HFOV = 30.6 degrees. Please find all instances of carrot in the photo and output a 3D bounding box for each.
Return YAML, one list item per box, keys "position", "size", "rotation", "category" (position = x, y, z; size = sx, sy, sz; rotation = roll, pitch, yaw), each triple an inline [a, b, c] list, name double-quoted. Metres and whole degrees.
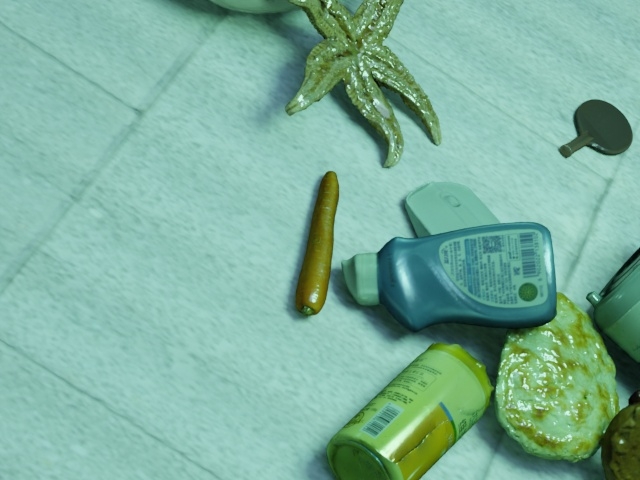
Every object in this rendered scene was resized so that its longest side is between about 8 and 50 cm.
- position: [0.000, 0.000, 1.637]
  size: [0.043, 0.043, 0.248]
  rotation: [18, 55, -13]
  category: "carrot"

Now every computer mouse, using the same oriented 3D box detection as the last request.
- position: [0.216, 0.002, 1.709]
  size: [0.127, 0.079, 0.231]
  rotation: [-13, 65, -31]
  category: "computer mouse"

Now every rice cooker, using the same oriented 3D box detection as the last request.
- position: [0.559, 0.107, 1.677]
  size: [0.316, 0.264, 0.317]
  rotation: [5, 65, -11]
  category: "rice cooker"

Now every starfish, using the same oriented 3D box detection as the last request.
- position: [0.064, -0.287, 1.754]
  size: [0.375, 0.094, 0.327]
  rotation: [32, 74, -29]
  category: "starfish"

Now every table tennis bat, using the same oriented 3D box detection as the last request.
- position: [0.474, -0.203, 1.907]
  size: [0.170, 0.119, 0.107]
  rotation: [-31, 77, -35]
  category: "table tennis bat"

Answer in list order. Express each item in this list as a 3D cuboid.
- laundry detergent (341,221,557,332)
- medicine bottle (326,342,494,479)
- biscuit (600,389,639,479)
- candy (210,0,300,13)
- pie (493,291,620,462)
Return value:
- position: [0.174, 0.053, 1.604]
  size: [0.289, 0.094, 0.143]
  rotation: [-3, 82, 9]
  category: "laundry detergent"
- position: [0.123, 0.232, 1.508]
  size: [0.124, 0.124, 0.239]
  rotation: [48, 54, 8]
  category: "medicine bottle"
- position: [0.521, 0.288, 1.567]
  size: [0.295, 0.296, 0.075]
  rotation: [27, 25, -7]
  category: "biscuit"
- position: [-0.072, -0.527, 1.815]
  size: [0.426, 0.186, 0.386]
  rotation: [-2, 81, -29]
  category: "candy"
- position: [0.325, 0.194, 1.635]
  size: [0.201, 0.090, 0.248]
  rotation: [31, 54, -13]
  category: "pie"
